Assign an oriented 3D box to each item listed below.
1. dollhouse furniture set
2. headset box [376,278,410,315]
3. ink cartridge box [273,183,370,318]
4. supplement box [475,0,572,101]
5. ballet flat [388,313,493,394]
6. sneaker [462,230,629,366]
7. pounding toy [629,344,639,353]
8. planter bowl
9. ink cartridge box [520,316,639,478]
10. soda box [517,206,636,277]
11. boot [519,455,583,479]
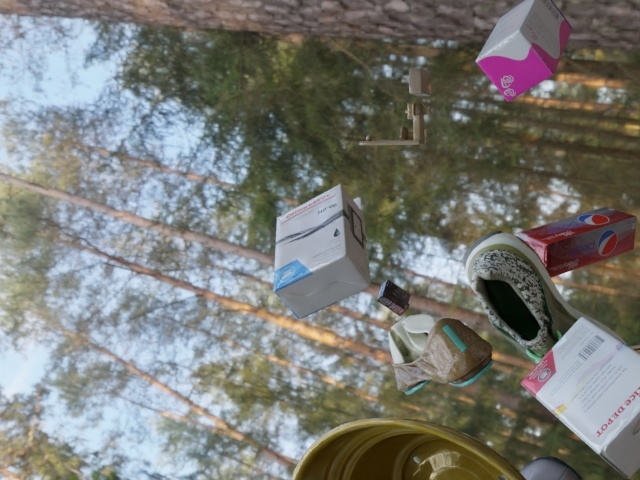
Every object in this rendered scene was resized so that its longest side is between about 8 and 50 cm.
[{"bbox_3d":[0.158,-0.275,1.512,0.144,0.123,0.151,-24,-66,-70],"label":"dollhouse furniture set"},{"bbox_3d":[0.190,0.148,1.850,0.032,0.083,0.062,-49,10,41],"label":"headset box"},{"bbox_3d":[0.000,0.000,0.426,0.028,0.048,0.083,51,-158,-33],"label":"ink cartridge box"},{"bbox_3d":[0.409,-0.392,1.450,0.111,0.114,0.220,48,-137,-13],"label":"supplement box"},{"bbox_3d":[0.175,0.181,1.207,0.116,0.124,0.342,-37,-5,-13],"label":"ballet flat"},{"bbox_3d":[0.387,0.175,1.246,0.158,0.410,0.182,-48,-8,28],"label":"sneaker"},{"bbox_3d":[0.556,0.243,1.358,0.100,0.130,0.141,58,-143,-21],"label":"pounding toy"},{"bbox_3d":[0.090,0.211,0.543,0.090,0.217,0.217,-30,-53,-57],"label":"planter bowl"},{"bbox_3d":[0.362,0.195,0.926,0.127,0.175,0.072,-47,-65,3],"label":"ink cartridge box"},{"bbox_3d":[0.558,0.002,1.576,0.263,0.092,0.083,-15,-66,-23],"label":"soda box"},{"bbox_3d":[0.194,0.388,0.781,0.338,0.118,0.222,-61,-26,-10],"label":"boot"}]
